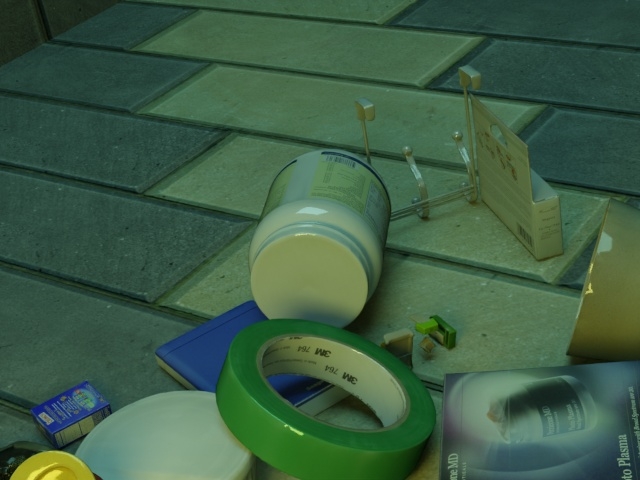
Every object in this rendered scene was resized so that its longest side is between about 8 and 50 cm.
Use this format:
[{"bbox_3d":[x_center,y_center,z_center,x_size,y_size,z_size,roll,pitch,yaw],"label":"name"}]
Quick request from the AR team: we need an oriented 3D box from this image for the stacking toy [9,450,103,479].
[{"bbox_3d":[-0.306,0.456,1.569,0.280,0.130,0.308,25,79,11],"label":"stacking toy"}]

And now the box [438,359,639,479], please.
[{"bbox_3d":[0.308,0.317,1.607,0.294,0.182,0.296,-6,30,11],"label":"box"}]

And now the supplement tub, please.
[{"bbox_3d":[0.000,0.000,2.171,0.236,0.235,0.325,-5,27,10],"label":"supplement tub"}]

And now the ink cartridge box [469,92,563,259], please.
[{"bbox_3d":[0.364,-0.130,2.288,0.060,0.238,0.275,-15,30,-10],"label":"ink cartridge box"}]

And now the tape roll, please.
[{"bbox_3d":[0.008,0.235,1.803,0.321,0.077,0.321,16,25,-8],"label":"tape roll"}]

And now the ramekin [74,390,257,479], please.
[{"bbox_3d":[-0.215,0.348,1.771,0.273,0.127,0.273,-7,30,4],"label":"ramekin"}]

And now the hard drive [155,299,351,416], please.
[{"bbox_3d":[-0.109,0.213,2.053,0.210,0.040,0.319,-27,34,-27],"label":"hard drive"}]

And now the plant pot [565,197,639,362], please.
[{"bbox_3d":[0.545,0.094,1.887,0.274,0.256,0.256,17,36,11],"label":"plant pot"}]

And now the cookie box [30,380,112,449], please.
[{"bbox_3d":[-0.410,0.288,2.021,0.107,0.040,0.092,-26,34,-25],"label":"cookie box"}]

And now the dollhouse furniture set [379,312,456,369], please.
[{"bbox_3d":[0.148,0.165,2.022,0.152,0.076,0.058,-15,31,-29],"label":"dollhouse furniture set"}]

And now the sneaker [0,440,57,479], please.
[{"bbox_3d":[-0.503,0.374,1.864,0.228,0.087,0.130,-6,32,15],"label":"sneaker"}]

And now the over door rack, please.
[{"bbox_3d":[0.184,-0.182,2.348,0.240,0.324,0.108,-19,44,-13],"label":"over door rack"}]
